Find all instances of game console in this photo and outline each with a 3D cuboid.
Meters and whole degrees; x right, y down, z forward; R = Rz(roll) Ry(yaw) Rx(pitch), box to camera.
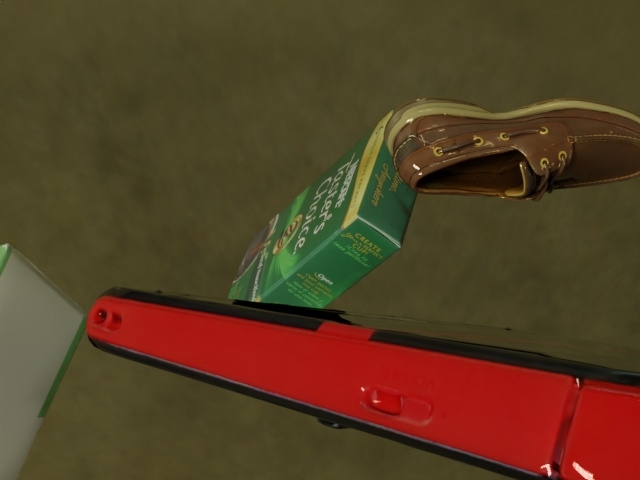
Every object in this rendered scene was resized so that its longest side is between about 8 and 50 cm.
[{"bbox_3d":[0.127,0.081,0.911,0.342,0.386,0.060,7,88,38],"label":"game console"}]

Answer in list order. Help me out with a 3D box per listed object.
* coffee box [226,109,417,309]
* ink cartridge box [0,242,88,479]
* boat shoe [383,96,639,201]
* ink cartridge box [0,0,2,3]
[{"bbox_3d":[0.000,0.000,1.242,0.040,0.184,0.113,36,46,-15],"label":"coffee box"},{"bbox_3d":[-0.277,0.094,1.195,0.212,0.093,0.154,-5,52,38],"label":"ink cartridge box"},{"bbox_3d":[0.130,-0.050,1.153,0.178,0.064,0.060,1,46,-12],"label":"boat shoe"},{"bbox_3d":[-0.292,-0.240,0.898,0.226,0.306,0.131,15,52,19],"label":"ink cartridge box"}]
